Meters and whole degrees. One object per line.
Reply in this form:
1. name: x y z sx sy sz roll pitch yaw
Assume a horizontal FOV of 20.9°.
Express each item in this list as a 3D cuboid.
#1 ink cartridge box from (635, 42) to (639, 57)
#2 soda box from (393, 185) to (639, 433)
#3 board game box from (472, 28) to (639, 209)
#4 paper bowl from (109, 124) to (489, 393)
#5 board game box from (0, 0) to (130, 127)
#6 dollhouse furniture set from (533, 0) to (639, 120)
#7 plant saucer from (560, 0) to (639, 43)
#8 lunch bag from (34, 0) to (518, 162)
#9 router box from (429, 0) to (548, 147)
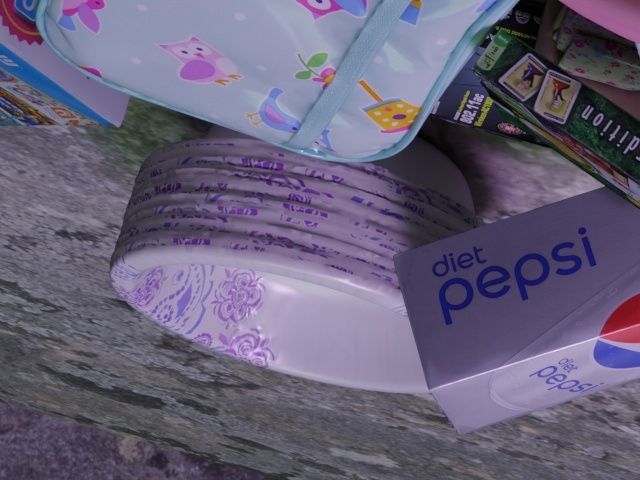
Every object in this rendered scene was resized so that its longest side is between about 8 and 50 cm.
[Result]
1. ink cartridge box: 0.246 -0.041 0.556 0.273 0.114 0.197 32 177 21
2. soda box: 0.197 0.022 1.056 0.286 0.098 0.091 -18 153 9
3. board game box: 0.192 -0.009 0.838 0.259 0.030 0.136 36 -175 13
4. paper bowl: 0.000 0.000 1.269 0.284 0.148 0.284 15 162 5
5. board game box: -0.295 -0.162 1.115 0.303 0.097 0.224 2 158 34
6. dollhouse furniture set: 0.215 -0.076 0.820 0.355 0.174 0.303 15 162 0
7. plant saucer: 0.094 -0.209 0.406 0.084 0.332 0.332 -21 176 -24
8. lunch bag: -0.010 -0.151 0.830 0.224 0.108 0.279 22 151 -9
9. router box: 0.111 -0.103 1.044 0.092 0.038 0.122 16 162 0
